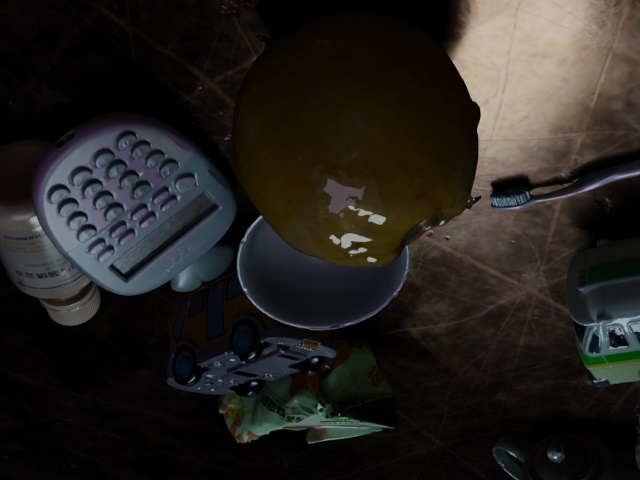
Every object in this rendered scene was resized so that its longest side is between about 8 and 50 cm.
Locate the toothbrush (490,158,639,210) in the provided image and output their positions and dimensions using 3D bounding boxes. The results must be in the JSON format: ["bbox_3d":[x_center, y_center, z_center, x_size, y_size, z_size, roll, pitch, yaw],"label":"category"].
[{"bbox_3d":[0.306,-0.067,1.241,0.269,0.021,0.027,-13,145,23],"label":"toothbrush"}]

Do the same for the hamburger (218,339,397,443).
[{"bbox_3d":[-0.005,0.200,1.558,0.235,0.125,0.214,-2,171,-44],"label":"hamburger"}]

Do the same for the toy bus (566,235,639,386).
[{"bbox_3d":[0.408,0.063,1.299,0.276,0.133,0.164,-12,141,28],"label":"toy bus"}]

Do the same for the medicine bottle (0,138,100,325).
[{"bbox_3d":[-0.307,0.004,1.345,0.114,0.114,0.252,2,144,5],"label":"medicine bottle"}]

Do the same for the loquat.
[{"bbox_3d":[0.028,-0.097,1.084,0.244,0.243,0.244,4,143,3],"label":"loquat"}]

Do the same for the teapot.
[{"bbox_3d":[0.347,0.336,1.685,0.239,0.162,0.149,12,147,46],"label":"teapot"}]

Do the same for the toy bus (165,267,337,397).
[{"bbox_3d":[-0.090,0.104,1.426,0.209,0.136,0.126,-26,150,36],"label":"toy bus"}]

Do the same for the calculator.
[{"bbox_3d":[-0.189,-0.030,1.271,0.185,0.041,0.299,-39,143,2],"label":"calculator"}]

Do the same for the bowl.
[{"bbox_3d":[0.000,0.000,1.305,0.189,0.086,0.189,-3,128,-3],"label":"bowl"}]

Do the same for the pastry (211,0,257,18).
[{"bbox_3d":[-0.101,-0.255,1.009,0.087,0.063,0.169,-18,138,33],"label":"pastry"}]

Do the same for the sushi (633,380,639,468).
[{"bbox_3d":[0.434,0.200,1.417,0.115,0.212,0.147,7,126,9],"label":"sushi"}]
